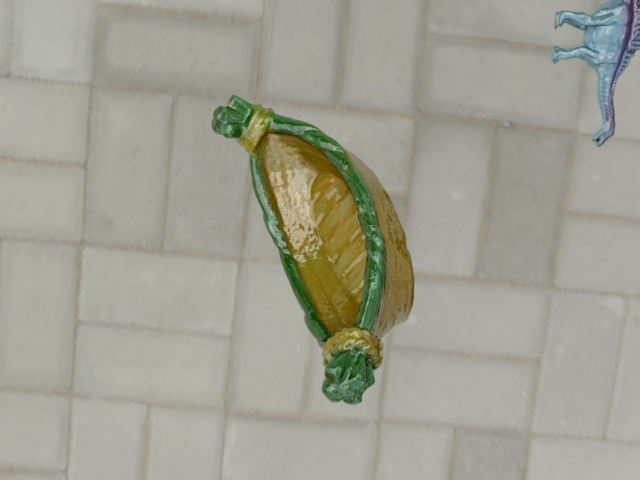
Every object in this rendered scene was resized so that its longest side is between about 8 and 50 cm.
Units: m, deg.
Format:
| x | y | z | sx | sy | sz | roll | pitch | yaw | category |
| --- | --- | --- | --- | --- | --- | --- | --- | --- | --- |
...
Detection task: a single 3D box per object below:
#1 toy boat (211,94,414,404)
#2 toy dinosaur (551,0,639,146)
| x | y | z | sx | sy | sz | roll | pitch | yaw | category |
| --- | --- | --- | --- | --- | --- | --- | --- | --- | --- |
| 0.000 | 0.000 | 0.838 | 0.088 | 0.229 | 0.089 | 2 | 140 | -40 | toy boat |
| 0.240 | -0.179 | 1.133 | 0.080 | 0.045 | 0.197 | 7 | 96 | 6 | toy dinosaur |
